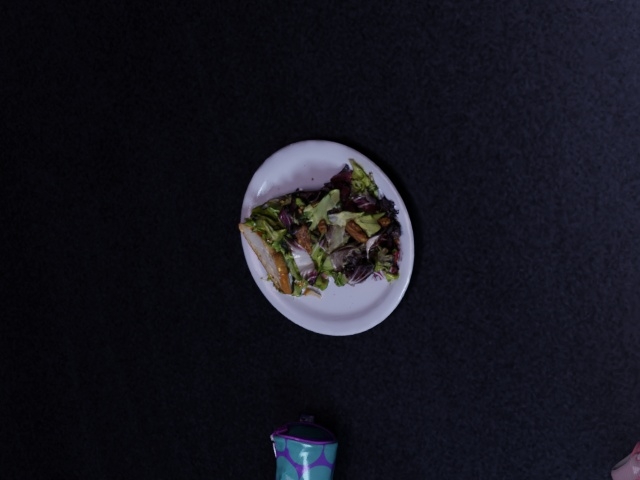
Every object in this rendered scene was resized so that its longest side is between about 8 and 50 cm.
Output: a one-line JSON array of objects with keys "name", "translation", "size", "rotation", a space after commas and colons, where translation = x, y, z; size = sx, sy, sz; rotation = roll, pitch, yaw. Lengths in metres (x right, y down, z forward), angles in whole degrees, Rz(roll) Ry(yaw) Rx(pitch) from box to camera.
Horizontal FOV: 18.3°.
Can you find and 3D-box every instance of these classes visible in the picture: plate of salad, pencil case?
[{"name": "plate of salad", "translation": [0.000, 0.000, 1.967], "size": [0.200, 0.048, 0.199], "rotation": [8, 106, 30]}, {"name": "pencil case", "translation": [-0.025, 0.259, 2.040], "size": [0.070, 0.064, 0.151], "rotation": [13, 109, 11]}]

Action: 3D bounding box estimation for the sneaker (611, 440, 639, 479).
[{"name": "sneaker", "translation": [0.324, 0.211, 1.822], "size": [0.134, 0.051, 0.070], "rotation": [-27, 93, 38]}]
